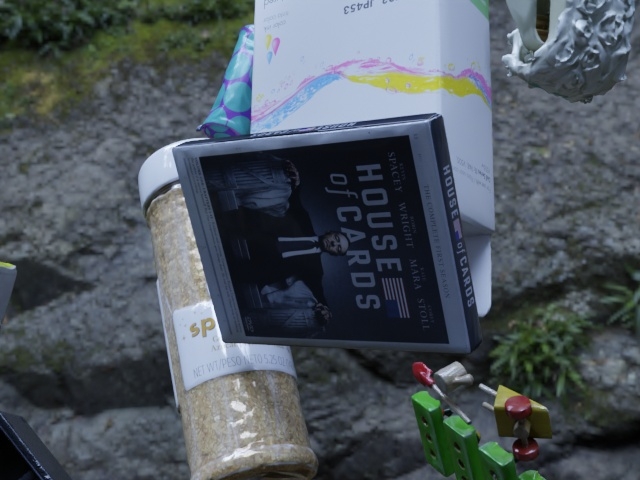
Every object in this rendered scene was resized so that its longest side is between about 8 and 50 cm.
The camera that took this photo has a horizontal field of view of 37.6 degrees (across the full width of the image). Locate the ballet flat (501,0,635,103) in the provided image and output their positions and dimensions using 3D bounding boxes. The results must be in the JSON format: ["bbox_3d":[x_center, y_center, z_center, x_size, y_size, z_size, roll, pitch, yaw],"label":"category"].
[{"bbox_3d":[0.242,-0.339,0.912,0.147,0.409,0.147,0,7,0],"label":"ballet flat"}]

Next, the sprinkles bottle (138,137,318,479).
[{"bbox_3d":[-0.097,0.072,0.924,0.121,0.121,0.355,-5,60,-19],"label":"sprinkles bottle"}]

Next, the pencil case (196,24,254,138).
[{"bbox_3d":[-0.094,-0.185,1.147,0.064,0.152,0.070,29,-20,-27],"label":"pencil case"}]

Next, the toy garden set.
[{"bbox_3d":[0.192,0.223,1.074,0.049,0.204,0.244,-26,28,-20],"label":"toy garden set"}]

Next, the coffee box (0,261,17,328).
[{"bbox_3d":[-0.587,0.131,1.009,0.338,0.334,0.337,16,-3,5],"label":"coffee box"}]

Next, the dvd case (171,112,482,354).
[{"bbox_3d":[0.000,0.000,0.737,0.238,0.179,0.029,-2,19,35],"label":"dvd case"}]

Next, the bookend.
[{"bbox_3d":[-0.335,0.288,0.970,0.156,0.157,0.072,47,-8,14],"label":"bookend"}]

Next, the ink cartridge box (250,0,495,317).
[{"bbox_3d":[0.046,-0.103,0.882,0.207,0.353,0.119,-8,-16,32],"label":"ink cartridge box"}]
